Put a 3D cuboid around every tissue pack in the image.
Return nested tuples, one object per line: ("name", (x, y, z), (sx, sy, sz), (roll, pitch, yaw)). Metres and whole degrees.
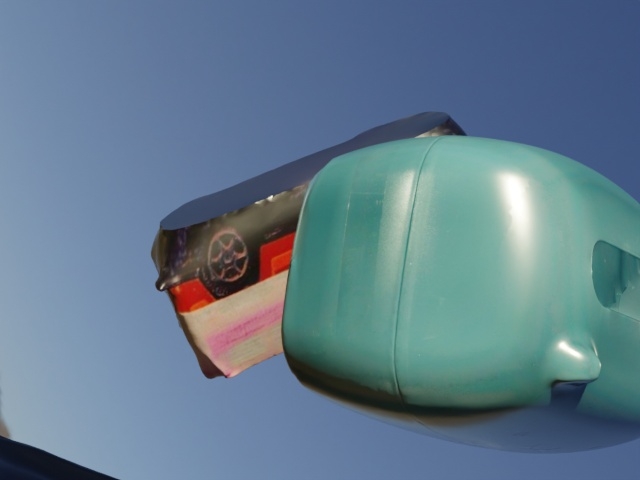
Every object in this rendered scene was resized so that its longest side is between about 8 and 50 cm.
("tissue pack", (0.131, 0.042, 0.814), (0.206, 0.287, 0.198), (0, -104, 35))

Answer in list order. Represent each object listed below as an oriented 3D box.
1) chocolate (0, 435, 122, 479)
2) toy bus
("chocolate", (-0.087, 0.131, 0.253), (0.206, 0.224, 0.177), (58, -27, 17))
("toy bus", (0.000, 0.000, 1.075), (0.127, 0.302, 0.147), (-133, -157, -67))
